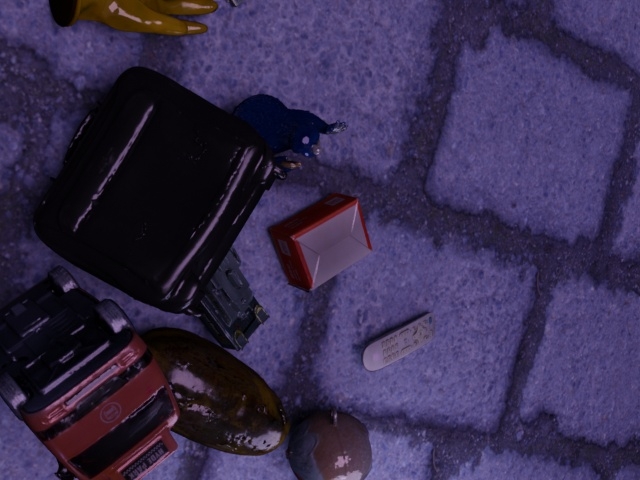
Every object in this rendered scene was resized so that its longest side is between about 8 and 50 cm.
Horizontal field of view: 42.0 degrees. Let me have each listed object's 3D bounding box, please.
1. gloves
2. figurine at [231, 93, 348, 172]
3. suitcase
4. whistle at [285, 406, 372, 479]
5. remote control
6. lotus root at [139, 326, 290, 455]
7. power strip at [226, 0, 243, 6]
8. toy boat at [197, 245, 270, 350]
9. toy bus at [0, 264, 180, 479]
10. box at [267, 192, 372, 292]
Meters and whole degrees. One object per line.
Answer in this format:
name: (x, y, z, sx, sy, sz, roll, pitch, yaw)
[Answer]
gloves: (-0.308, -0.427, 1.445, 0.294, 0.116, 0.133, -8, 110, -37)
figurine: (-0.089, -0.203, 1.524, 0.164, 0.262, 0.120, -48, 129, -33)
suitcase: (-0.275, -0.083, 1.398, 0.339, 0.188, 0.345, 30, 86, 12)
whistle: (0.014, 0.499, 1.762, 0.189, 0.189, 0.347, -16, 120, -29)
remote control: (0.174, 0.227, 1.881, 0.229, 0.044, 0.073, -23, 113, -36)
lotus root: (-0.215, 0.283, 1.558, 0.397, 0.196, 0.179, 34, 74, -30)
power strip: (-0.145, -0.482, 1.579, 0.090, 0.016, 0.040, -46, 118, -17)
toy boat: (-0.206, 0.068, 1.570, 0.296, 0.122, 0.114, 60, 42, -22)
toy bus: (-0.391, 0.207, 1.298, 0.203, 0.427, 0.233, -38, 119, -21)
box: (0.000, 0.000, 1.702, 0.182, 0.099, 0.133, -32, 116, -26)
